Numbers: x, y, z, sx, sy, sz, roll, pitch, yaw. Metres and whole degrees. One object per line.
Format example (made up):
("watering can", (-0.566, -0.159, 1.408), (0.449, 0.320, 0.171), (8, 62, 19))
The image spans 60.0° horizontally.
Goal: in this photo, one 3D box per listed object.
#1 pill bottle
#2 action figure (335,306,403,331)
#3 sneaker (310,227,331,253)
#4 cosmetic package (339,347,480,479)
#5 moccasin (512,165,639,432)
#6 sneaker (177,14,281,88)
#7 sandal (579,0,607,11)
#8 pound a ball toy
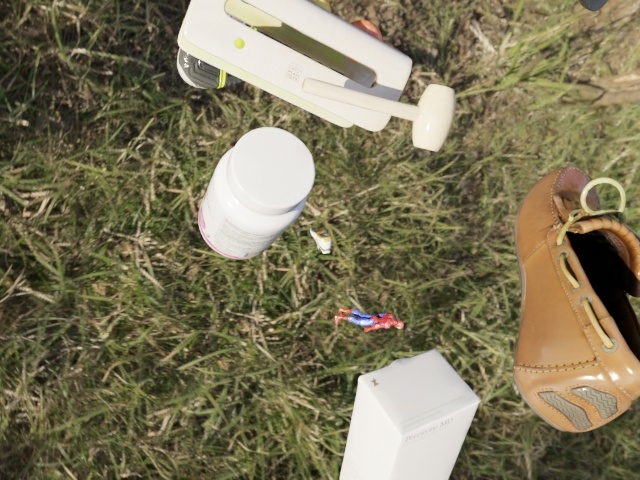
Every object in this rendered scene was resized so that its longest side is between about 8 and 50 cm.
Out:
("pill bottle", (-0.117, -0.076, 0.972), (0.160, 0.283, 0.160), (6, 72, -19))
("action figure", (0.084, 0.135, 0.931), (0.038, 0.115, 0.030), (-46, 132, -54))
("sneaker", (0.000, 0.000, 1.042), (0.031, 0.083, 0.037), (-7, 110, -10))
("cosmetic package", (0.171, 0.420, 1.154), (0.196, 0.155, 0.366), (-15, 132, -24))
("moccasin", (0.295, 0.023, 0.614), (0.139, 0.147, 0.380), (43, 39, -6))
("sneaker", (-0.148, -0.432, 1.112), (0.385, 0.147, 0.145), (-52, 124, -25))
("sandal", (0.268, -0.256, 0.431), (0.067, 0.179, 0.040), (-19, 63, -33))
("pound a ball toy", (0.003, -0.234, 0.676), (0.319, 0.208, 0.136), (21, 97, -21))
